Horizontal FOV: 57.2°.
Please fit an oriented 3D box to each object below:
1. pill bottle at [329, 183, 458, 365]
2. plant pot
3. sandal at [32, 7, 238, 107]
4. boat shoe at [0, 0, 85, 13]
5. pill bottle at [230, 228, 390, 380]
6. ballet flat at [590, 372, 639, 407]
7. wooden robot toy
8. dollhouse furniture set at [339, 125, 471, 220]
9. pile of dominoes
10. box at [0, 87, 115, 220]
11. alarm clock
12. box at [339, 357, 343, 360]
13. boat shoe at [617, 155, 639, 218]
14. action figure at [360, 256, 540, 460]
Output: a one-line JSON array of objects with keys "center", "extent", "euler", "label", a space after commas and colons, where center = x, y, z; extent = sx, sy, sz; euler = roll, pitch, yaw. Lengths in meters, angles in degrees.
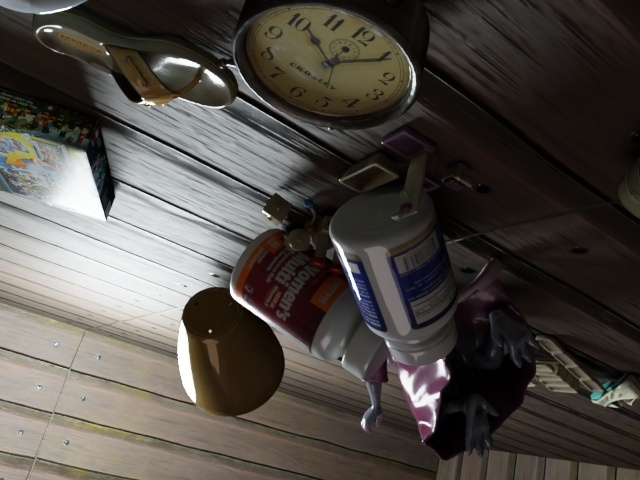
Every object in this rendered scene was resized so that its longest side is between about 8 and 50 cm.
[{"center": [0.089, 0.043, 0.643], "extent": [0.112, 0.112, 0.186], "euler": [0, 127, 32], "label": "pill bottle"}, {"center": [-0.207, 0.215, 1.243], "extent": [0.237, 0.237, 0.254], "euler": [10, 146, 11], "label": "plant pot"}, {"center": [-0.161, -0.146, 0.504], "extent": [0.180, 0.049, 0.072], "euler": [17, 159, -8], "label": "sandal"}, {"center": [-0.225, -0.202, 0.380], "extent": [0.183, 0.065, 0.083], "euler": [9, 160, 17], "label": "boat shoe"}, {"center": [-0.004, 0.085, 0.793], "extent": [0.221, 0.121, 0.121], "euler": [31, 165, 21], "label": "pill bottle"}, {"center": [0.580, 0.304, 1.147], "extent": [0.052, 0.057, 0.168], "euler": [46, 168, 21], "label": "ballet flat"}, {"center": [0.000, 0.000, 0.751], "extent": [0.173, 0.076, 0.079], "euler": [20, 169, -14], "label": "wooden robot toy"}, {"center": [0.073, -0.040, 0.578], "extent": [0.091, 0.081, 0.114], "euler": [25, 156, -26], "label": "dollhouse furniture set"}, {"center": [0.411, 0.226, 1.132], "extent": [0.196, 0.040, 0.251], "euler": [-8, 141, 47], "label": "pile of dominoes"}, {"center": [-0.352, -0.104, 0.738], "extent": [0.159, 0.044, 0.233], "euler": [17, 159, -9], "label": "box"}, {"center": [0.019, -0.139, 0.387], "extent": [0.129, 0.064, 0.192], "euler": [25, 159, -26], "label": "alarm clock"}, {"center": [0.019, 0.171, 1.114], "extent": [0.147, 0.077, 0.180], "euler": [17, 163, 31], "label": "box"}, {"center": [0.384, -0.018, 0.441], "extent": [0.302, 0.109, 0.094], "euler": [22, 175, 5], "label": "boat shoe"}, {"center": [0.144, 0.164, 0.904], "extent": [0.275, 0.248, 0.370], "euler": [62, 168, -17], "label": "action figure"}]
